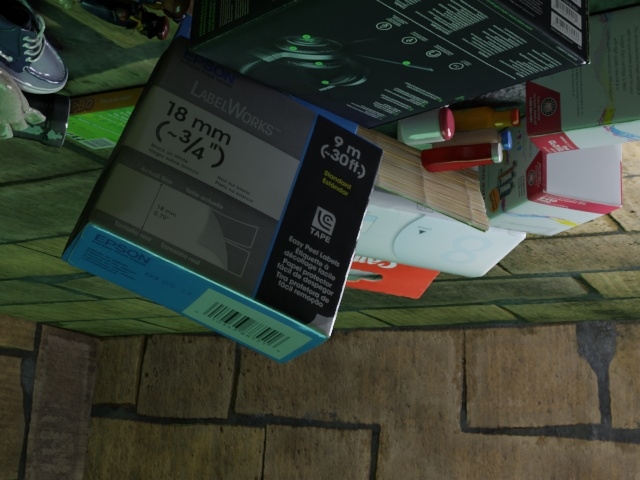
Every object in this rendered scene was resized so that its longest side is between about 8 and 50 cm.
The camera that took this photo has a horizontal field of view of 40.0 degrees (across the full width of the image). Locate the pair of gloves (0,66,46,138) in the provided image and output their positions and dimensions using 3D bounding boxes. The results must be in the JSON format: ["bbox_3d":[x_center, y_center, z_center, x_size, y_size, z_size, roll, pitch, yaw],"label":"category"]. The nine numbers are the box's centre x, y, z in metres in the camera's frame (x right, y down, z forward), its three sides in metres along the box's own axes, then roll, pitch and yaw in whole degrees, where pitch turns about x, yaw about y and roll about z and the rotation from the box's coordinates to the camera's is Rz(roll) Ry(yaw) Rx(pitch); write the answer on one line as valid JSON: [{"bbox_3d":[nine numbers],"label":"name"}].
[{"bbox_3d":[-0.460,-0.167,0.996,0.240,0.042,0.204,-10,148,10],"label":"pair of gloves"}]

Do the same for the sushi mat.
[{"bbox_3d":[0.069,-0.107,1.115,0.317,0.151,0.019,21,123,-14],"label":"sushi mat"}]

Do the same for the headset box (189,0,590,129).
[{"bbox_3d":[0.054,-0.219,0.794,0.246,0.131,0.283,16,161,-42],"label":"headset box"}]

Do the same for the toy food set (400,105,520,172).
[{"bbox_3d":[0.173,-0.149,1.082,0.105,0.111,0.232,-5,166,23],"label":"toy food set"}]

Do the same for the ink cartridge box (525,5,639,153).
[{"bbox_3d":[0.312,-0.170,0.933,0.175,0.127,0.072,-5,165,30],"label":"ink cartridge box"}]

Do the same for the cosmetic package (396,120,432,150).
[{"bbox_3d":[0.138,-0.138,1.269,0.060,0.041,0.115,3,166,2],"label":"cosmetic package"}]

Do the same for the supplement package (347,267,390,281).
[{"bbox_3d":[0.000,0.000,1.647,0.244,0.133,0.139,5,165,-8],"label":"supplement package"}]

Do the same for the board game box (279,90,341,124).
[{"bbox_3d":[-0.028,-0.152,1.021,0.103,0.154,0.026,8,162,-20],"label":"board game box"}]

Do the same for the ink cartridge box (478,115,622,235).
[{"bbox_3d":[0.317,-0.092,1.236,0.127,0.128,0.176,8,164,-17],"label":"ink cartridge box"}]

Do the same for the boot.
[{"bbox_3d":[-0.334,-0.222,0.982,0.086,0.069,0.190,-2,163,30],"label":"boot"}]

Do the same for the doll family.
[{"bbox_3d":[-0.178,-0.230,0.839,0.111,0.076,0.193,25,-163,-9],"label":"doll family"}]

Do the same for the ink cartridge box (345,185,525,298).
[{"bbox_3d":[0.103,0.022,1.439,0.308,0.091,0.385,10,147,-16],"label":"ink cartridge box"}]

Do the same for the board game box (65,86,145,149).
[{"bbox_3d":[-0.253,-0.172,1.232,0.259,0.039,0.124,-1,166,26],"label":"board game box"}]

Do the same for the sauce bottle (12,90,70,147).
[{"bbox_3d":[-0.491,-0.183,1.094,0.344,0.111,0.111,8,165,-22],"label":"sauce bottle"}]

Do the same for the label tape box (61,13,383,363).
[{"bbox_3d":[-0.072,-0.082,0.878,0.241,0.333,0.106,27,148,-16],"label":"label tape box"}]
